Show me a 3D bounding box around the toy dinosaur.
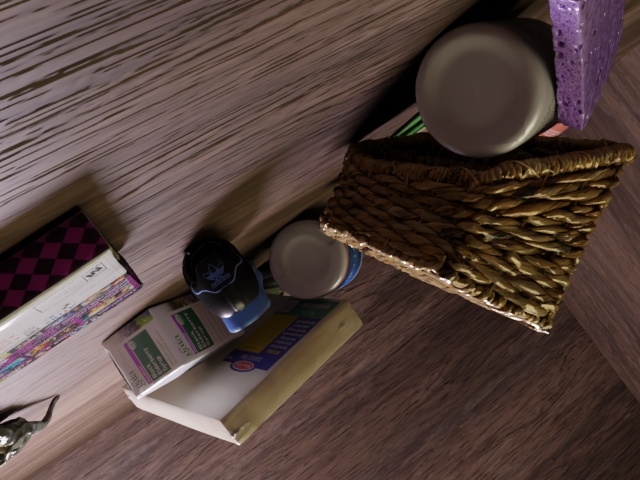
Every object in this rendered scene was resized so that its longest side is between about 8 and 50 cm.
[{"bbox_3d":[-0.449,0.287,1.232,0.118,0.064,0.268,-42,178,0],"label":"toy dinosaur"}]

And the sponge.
[{"bbox_3d":[0.247,-0.201,0.791,0.117,0.031,0.210,-63,156,-14],"label":"sponge"}]

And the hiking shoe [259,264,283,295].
[{"bbox_3d":[-0.094,0.116,1.656,0.086,0.114,0.227,-34,176,-39],"label":"hiking shoe"}]

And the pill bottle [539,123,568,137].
[{"bbox_3d":[0.407,-0.238,1.688,0.216,0.121,0.121,-41,173,40],"label":"pill bottle"}]

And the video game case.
[{"bbox_3d":[-0.252,0.074,0.665,0.232,0.041,0.210,-35,175,-10],"label":"video game case"}]

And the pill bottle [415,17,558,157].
[{"bbox_3d":[0.202,-0.169,0.921,0.131,0.131,0.229,-39,174,32],"label":"pill bottle"}]

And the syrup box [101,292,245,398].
[{"bbox_3d":[-0.210,0.144,1.280,0.096,0.093,0.237,-36,175,15],"label":"syrup box"}]

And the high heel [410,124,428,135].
[{"bbox_3d":[0.145,-0.109,1.193,0.186,0.093,0.261,-40,-173,-36],"label":"high heel"}]

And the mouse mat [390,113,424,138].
[{"bbox_3d":[0.147,-0.171,1.248,0.190,0.007,0.153,-38,174,35],"label":"mouse mat"}]

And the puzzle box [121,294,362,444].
[{"bbox_3d":[-0.142,0.193,1.417,0.272,0.052,0.409,-41,-161,-26],"label":"puzzle box"}]

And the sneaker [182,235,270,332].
[{"bbox_3d":[-0.120,0.034,1.025,0.081,0.090,0.232,-36,-164,-8],"label":"sneaker"}]

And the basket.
[{"bbox_3d":[0.147,-0.062,0.974,0.223,0.214,0.299,-64,-154,0],"label":"basket"}]

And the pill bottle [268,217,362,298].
[{"bbox_3d":[0.002,0.024,1.411,0.124,0.124,0.221,-37,176,11],"label":"pill bottle"}]
